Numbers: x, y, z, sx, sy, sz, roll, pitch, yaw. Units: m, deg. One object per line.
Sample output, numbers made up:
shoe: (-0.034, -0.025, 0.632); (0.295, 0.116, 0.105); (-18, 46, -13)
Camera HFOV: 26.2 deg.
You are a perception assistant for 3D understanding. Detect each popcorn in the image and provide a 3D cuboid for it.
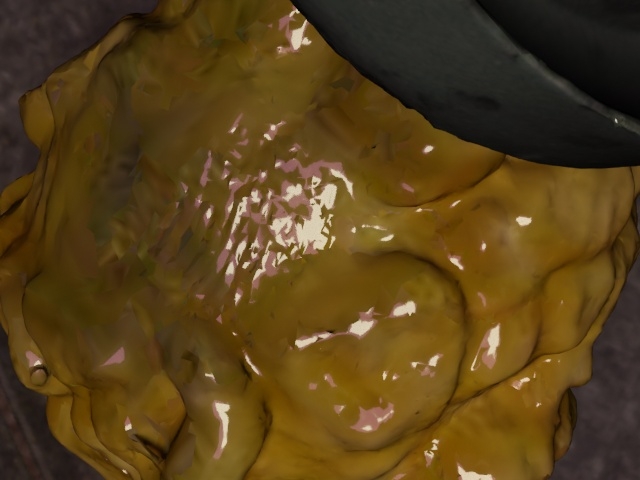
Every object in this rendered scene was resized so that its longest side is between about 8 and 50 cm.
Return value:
popcorn: (0.000, 0.000, 0.496); (0.250, 0.190, 0.250); (-6, 81, 41)

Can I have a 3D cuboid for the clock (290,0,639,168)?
clock: (0.081, -0.170, 0.398); (0.061, 0.313, 0.312); (-10, 106, 51)
